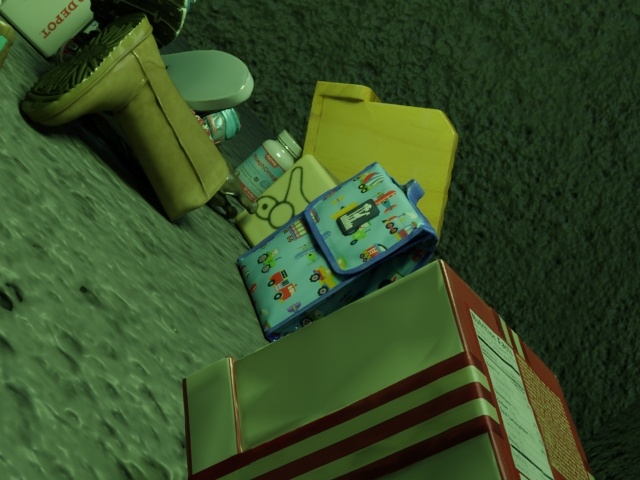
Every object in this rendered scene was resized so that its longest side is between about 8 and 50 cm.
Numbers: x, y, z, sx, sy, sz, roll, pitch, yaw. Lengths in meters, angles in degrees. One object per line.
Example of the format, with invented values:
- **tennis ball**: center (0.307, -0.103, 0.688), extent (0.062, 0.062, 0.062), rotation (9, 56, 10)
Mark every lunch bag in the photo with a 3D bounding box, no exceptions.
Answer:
- **lunch bag**: center (0.043, 0.023, 1.360), extent (0.138, 0.293, 0.221), rotation (43, 8, -31)

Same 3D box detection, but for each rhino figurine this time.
- **rhino figurine**: center (-0.198, -0.132, 1.651), extent (0.106, 0.073, 0.243), rotation (44, 6, -44)

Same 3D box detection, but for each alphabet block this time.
- **alphabet block**: center (0.000, 0.000, 1.648), extent (0.193, 0.192, 0.197), rotation (41, 11, -51)

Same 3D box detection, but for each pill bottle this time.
- **pill bottle**: center (-0.109, -0.148, 1.886), extent (0.087, 0.160, 0.087), rotation (46, 8, -8)

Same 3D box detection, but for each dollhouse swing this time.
- **dollhouse swing**: center (0.119, -0.120, 1.889), extent (0.305, 0.346, 0.315), rotation (10, 1, 11)

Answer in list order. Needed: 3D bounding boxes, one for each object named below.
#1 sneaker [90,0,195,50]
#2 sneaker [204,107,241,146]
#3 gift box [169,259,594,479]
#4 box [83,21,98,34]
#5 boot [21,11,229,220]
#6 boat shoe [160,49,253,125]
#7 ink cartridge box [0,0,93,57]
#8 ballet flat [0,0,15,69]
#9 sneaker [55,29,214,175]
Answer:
- **sneaker**: center (-0.253, -0.349, 1.332), extent (0.130, 0.147, 0.330), rotation (29, -19, -16)
- **sneaker**: center (-0.272, -0.232, 1.616), extent (0.262, 0.125, 0.104), rotation (26, -35, 26)
- **gift box**: center (0.045, 0.207, 0.642), extent (0.255, 0.258, 0.276), rotation (44, 28, -40)
- **box**: center (-0.400, -0.382, 1.546), extent (0.126, 0.137, 0.072), rotation (48, 8, 5)
- **boot**: center (-0.244, -0.136, 1.239), extent (0.089, 0.236, 0.269), rotation (8, -45, 38)
- **boat shoe**: center (-0.223, -0.228, 1.481), extent (0.306, 0.113, 0.105), rotation (2, -36, 30)
- **ink cartridge box**: center (-0.440, -0.446, 1.419), extent (0.273, 0.197, 0.114), rotation (46, 7, -13)
- **ballet flat**: center (-0.424, -0.294, 1.019), extent (0.342, 0.124, 0.116), rotation (52, 8, 32)
- **sneaker**: center (-0.271, -0.185, 1.381), extent (0.299, 0.121, 0.112), rotation (52, -21, -20)
